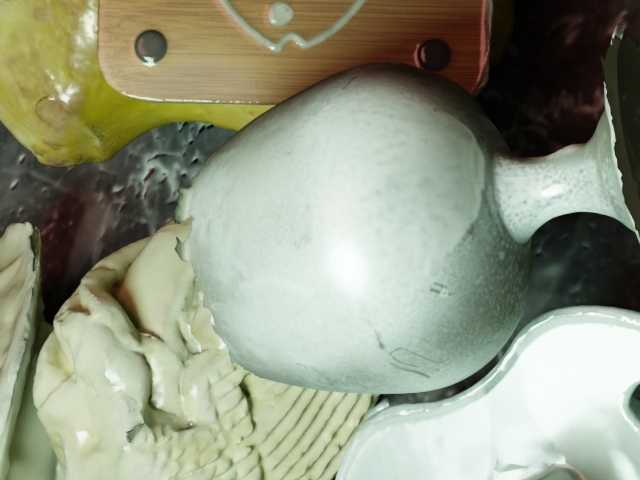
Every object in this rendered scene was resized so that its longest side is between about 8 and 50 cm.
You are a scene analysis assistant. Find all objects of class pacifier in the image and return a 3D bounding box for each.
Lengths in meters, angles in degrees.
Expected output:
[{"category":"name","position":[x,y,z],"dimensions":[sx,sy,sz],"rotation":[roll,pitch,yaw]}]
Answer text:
[{"category":"pacifier","position":[0.145,0.214,1.347],"dimensions":[0.343,0.269,0.288],"rotation":[-36,84,28]}]

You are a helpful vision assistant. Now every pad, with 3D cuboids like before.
[{"category":"pad","position":[-0.016,-0.237,1.423],"dimensions":[0.286,0.018,0.284],"rotation":[2,87,4]}]

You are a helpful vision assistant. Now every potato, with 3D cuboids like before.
[{"category":"potato","position":[-0.049,-0.162,1.528],"dimensions":[0.397,0.290,0.296],"rotation":[-38,61,-11]}]

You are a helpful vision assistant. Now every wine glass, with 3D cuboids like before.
[{"category":"wine glass","position":[0.084,-0.016,1.308],"dimensions":[0.323,0.238,0.238],"rotation":[-17,71,26]}]

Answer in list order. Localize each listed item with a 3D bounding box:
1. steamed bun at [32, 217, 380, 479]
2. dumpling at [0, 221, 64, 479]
[{"category":"steamed bun","position":[-0.098,0.114,1.544],"dimensions":[0.320,0.275,0.206],"rotation":[-43,36,-20]},{"category":"dumpling","position":[-0.294,0.136,1.632],"dimensions":[0.395,0.233,0.315],"rotation":[-106,32,-67]}]
